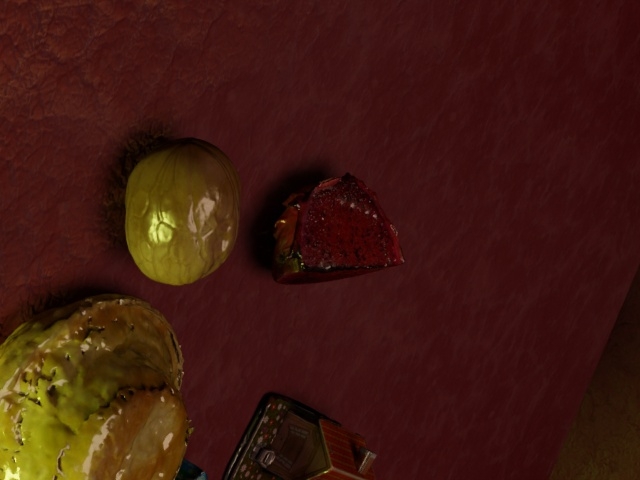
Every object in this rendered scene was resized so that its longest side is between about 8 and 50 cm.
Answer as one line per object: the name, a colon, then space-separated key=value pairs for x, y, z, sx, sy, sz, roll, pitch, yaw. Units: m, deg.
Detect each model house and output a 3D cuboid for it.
model house: x=-0.014 y=0.411 z=2.365 sx=0.207 sy=0.154 sz=0.294 roll=-64 pitch=148 yaw=-6

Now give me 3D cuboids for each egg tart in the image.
egg tart: x=-0.314 y=0.287 z=1.835 sx=0.443 sy=0.178 sz=0.443 roll=-35 pitch=137 yaw=-41

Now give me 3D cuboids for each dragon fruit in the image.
dragon fruit: x=0.000 y=0.000 z=2.139 sx=0.261 sy=0.163 sz=0.189 roll=-3 pitch=141 yaw=-51

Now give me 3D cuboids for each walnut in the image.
walnut: x=-0.186 y=-0.038 z=1.825 sx=0.167 sy=0.167 sz=0.207 roll=-25 pitch=131 yaw=-45

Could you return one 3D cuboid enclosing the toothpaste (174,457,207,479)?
toothpaste: x=-0.203 y=0.464 z=2.209 sx=0.050 sy=0.065 sz=0.267 roll=-42 pitch=141 yaw=-33
